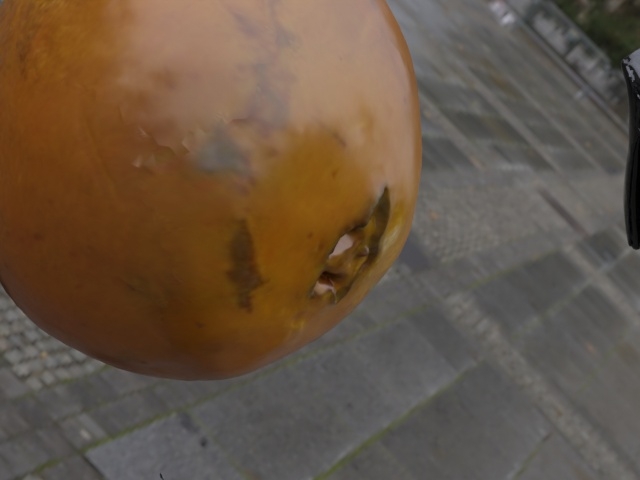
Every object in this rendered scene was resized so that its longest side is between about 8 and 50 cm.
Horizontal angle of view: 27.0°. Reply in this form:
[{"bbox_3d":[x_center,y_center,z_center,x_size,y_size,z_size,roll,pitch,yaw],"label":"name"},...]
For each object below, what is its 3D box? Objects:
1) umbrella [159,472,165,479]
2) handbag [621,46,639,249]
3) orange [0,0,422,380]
[{"bbox_3d":[-0.145,0.317,1.419,0.022,0.022,0.149,2,67,-53],"label":"umbrella"},{"bbox_3d":[0.490,-0.145,1.685,0.152,0.288,0.342,31,49,33],"label":"handbag"},{"bbox_3d":[-0.082,-0.065,0.868,0.312,0.312,0.312,41,15,-14],"label":"orange"}]
